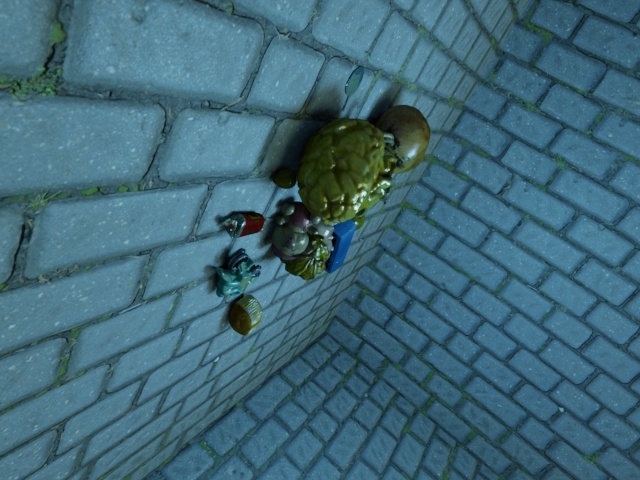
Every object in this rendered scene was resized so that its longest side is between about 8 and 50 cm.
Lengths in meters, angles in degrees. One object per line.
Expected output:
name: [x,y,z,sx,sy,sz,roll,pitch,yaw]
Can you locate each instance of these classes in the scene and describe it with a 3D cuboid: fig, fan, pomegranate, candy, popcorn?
fig: [-0.130,-0.220,1.565,0.087,0.074,0.074,-13,143,-30]
fan: [0.117,-0.566,1.643,0.113,0.005,0.176,-33,152,-51]
pomegranate: [0.363,-0.464,2.029,0.322,0.322,0.322,-47,162,-20]
candy: [-0.262,-0.057,1.551,0.086,0.059,0.292,-60,163,17]
fig: [0.163,-0.121,2.475,0.147,0.186,0.142,15,83,-41]
popcorn: [0.073,-0.260,1.607,0.390,0.344,0.355,-33,110,-35]

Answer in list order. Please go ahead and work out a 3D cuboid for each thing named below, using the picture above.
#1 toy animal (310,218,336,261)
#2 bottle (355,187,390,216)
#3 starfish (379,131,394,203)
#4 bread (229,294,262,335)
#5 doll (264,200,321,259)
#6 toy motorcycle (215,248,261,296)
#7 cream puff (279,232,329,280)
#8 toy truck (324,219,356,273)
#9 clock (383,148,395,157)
toy animal: [-0.009,0.003,2.184,0.166,0.153,0.251,-45,147,-58]
bottle: [0.257,-0.270,2.337,0.351,0.171,0.172,-40,159,-45]
starfish: [0.149,-0.291,1.872,0.083,0.323,0.433,-82,179,-47]
bread: [-0.346,0.348,2.004,0.114,0.132,0.191,-35,153,-41]
doll: [-0.109,-0.031,1.802,0.152,0.196,0.256,-22,139,-61]
toy motorcycle: [-0.332,0.137,1.703,0.198,0.109,0.297,-38,161,-15]
cream puff: [-0.072,0.057,1.979,0.196,0.244,0.244,-58,163,17]
toy truck: [0.072,0.008,2.395,0.161,0.162,0.385,-39,158,-34]
clock: [0.176,-0.298,1.975,0.308,0.234,0.096,-60,-176,42]
